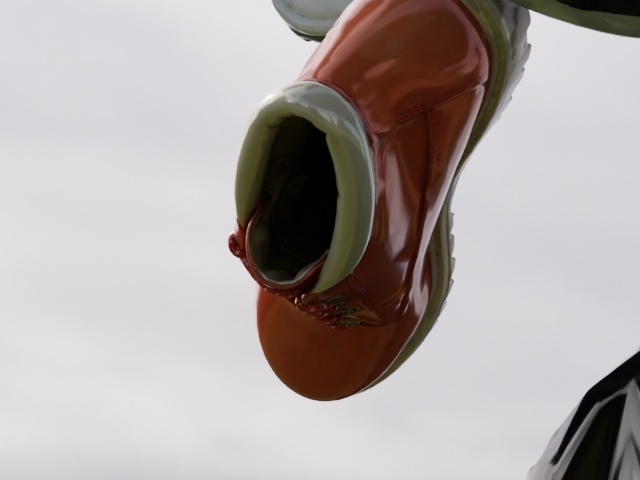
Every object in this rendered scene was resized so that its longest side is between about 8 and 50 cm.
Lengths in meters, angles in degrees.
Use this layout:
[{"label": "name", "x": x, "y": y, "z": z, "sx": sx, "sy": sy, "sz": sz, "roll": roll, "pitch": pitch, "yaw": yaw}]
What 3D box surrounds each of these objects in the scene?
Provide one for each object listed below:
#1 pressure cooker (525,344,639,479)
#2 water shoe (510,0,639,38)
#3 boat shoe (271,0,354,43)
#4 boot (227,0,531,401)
[{"label": "pressure cooker", "x": 0.272, "y": 0.201, "z": 0.440, "sx": 0.420, "sy": 0.370, "sz": 0.375, "roll": 6, "pitch": 13, "yaw": -20}, {"label": "water shoe", "x": 0.036, "y": -0.112, "z": 0.396, "sx": 0.203, "sy": 0.073, "sz": 0.080, "roll": 31, "pitch": -18, "yaw": -18}, {"label": "boat shoe", "x": 0.105, "y": -0.215, "z": 1.366, "sx": 0.305, "sy": 0.109, "sz": 0.091, "roll": -25, "pitch": -18, "yaw": -10}, {"label": "boot", "x": 0.000, "y": 0.000, "z": 0.493, "sx": 0.059, "sy": 0.084, "sz": 0.158, "roll": 30, "pitch": -43, "yaw": 15}]
